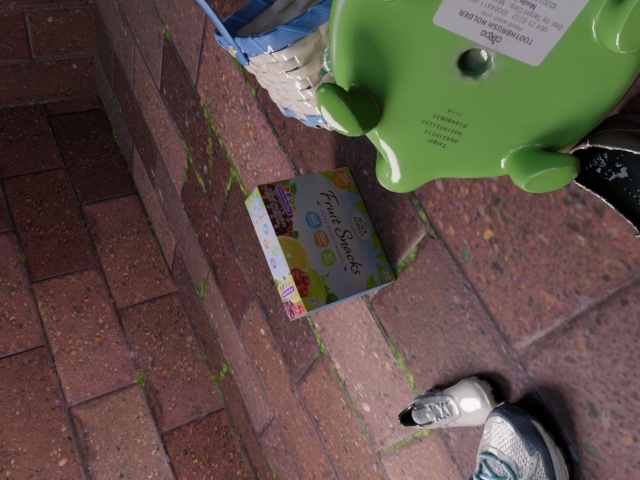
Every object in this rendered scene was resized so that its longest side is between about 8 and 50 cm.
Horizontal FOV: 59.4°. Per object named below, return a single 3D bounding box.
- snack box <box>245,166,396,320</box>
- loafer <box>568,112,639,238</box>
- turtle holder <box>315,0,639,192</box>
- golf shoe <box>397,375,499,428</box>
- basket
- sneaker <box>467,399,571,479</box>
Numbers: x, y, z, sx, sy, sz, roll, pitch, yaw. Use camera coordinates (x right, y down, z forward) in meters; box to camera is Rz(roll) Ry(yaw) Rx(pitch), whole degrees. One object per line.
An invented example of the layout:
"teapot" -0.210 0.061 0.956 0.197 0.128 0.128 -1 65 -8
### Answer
"snack box" 0.000 0.000 0.887 0.070 0.175 0.207 -37 71 58
"loafer" 0.291 -0.011 0.433 0.251 0.087 0.094 48 144 40
"turtle holder" 0.141 -0.174 0.489 0.243 0.227 0.320 2 141 18
"golf shoe" 0.176 0.242 0.792 0.069 0.086 0.176 68 151 15
"basket" -0.013 -0.298 0.640 0.289 0.255 0.201 52 168 -31
"sneaker" 0.229 0.338 0.705 0.110 0.122 0.283 26 127 55
